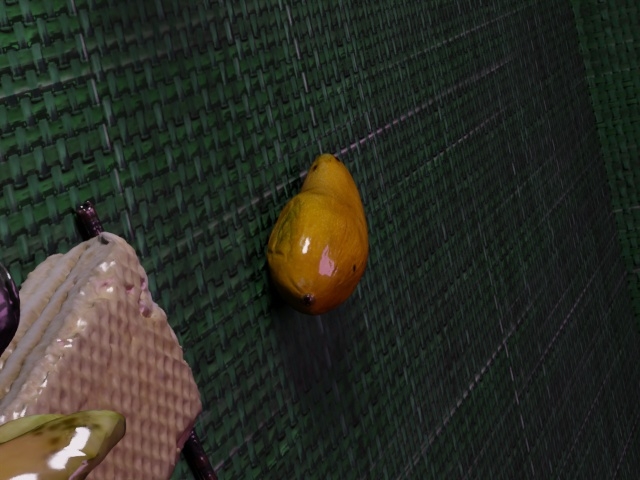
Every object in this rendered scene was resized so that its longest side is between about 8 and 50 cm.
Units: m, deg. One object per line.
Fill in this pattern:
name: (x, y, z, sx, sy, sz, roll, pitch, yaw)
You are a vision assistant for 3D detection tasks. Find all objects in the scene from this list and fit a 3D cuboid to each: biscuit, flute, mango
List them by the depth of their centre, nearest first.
biscuit: (-0.166, 0.151, 0.825, 0.426, 0.078, 0.144, -65, 139, -59)
flute: (-0.110, 0.087, 1.099, 0.014, 0.014, 0.270, -69, 143, -55)
mango: (0.000, 0.000, 1.356, 0.190, 0.075, 0.098, -78, 156, -60)

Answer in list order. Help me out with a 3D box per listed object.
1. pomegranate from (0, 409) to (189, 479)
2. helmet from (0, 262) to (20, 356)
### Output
pomegranate: (-0.174, 0.139, 0.489, 0.358, 0.216, 0.310, -21, 88, -39)
helmet: (-0.222, 0.060, 0.678, 0.153, 0.107, 0.177, 25, 74, -41)
